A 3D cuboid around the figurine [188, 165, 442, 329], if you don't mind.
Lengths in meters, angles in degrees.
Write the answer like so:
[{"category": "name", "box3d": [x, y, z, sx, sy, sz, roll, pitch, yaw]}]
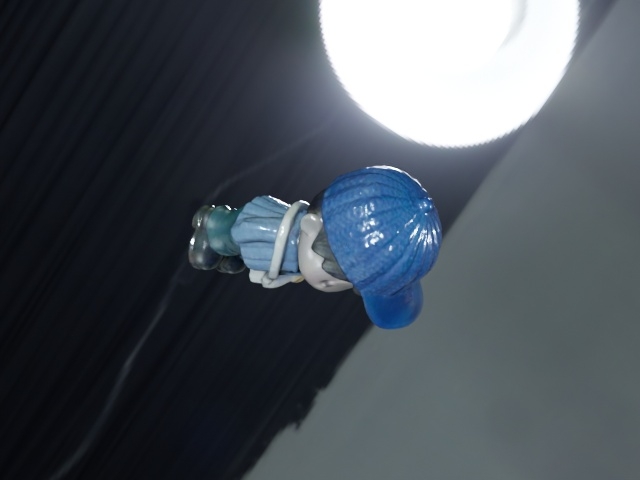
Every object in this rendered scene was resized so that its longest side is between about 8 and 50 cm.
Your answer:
[{"category": "figurine", "box3d": [0.000, 0.000, 0.696, 0.149, 0.087, 0.086, 6, -6, 35]}]
